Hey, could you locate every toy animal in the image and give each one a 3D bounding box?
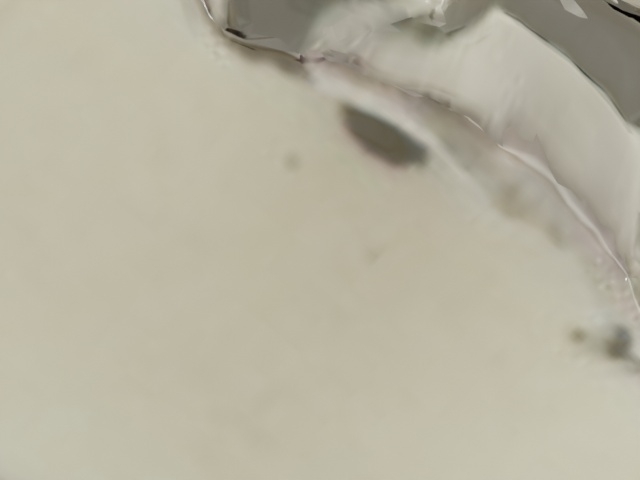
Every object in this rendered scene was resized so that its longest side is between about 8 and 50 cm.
[{"bbox_3d":[0.000,0.000,0.461,0.208,0.156,0.204,38,112,-13],"label":"toy animal"}]
